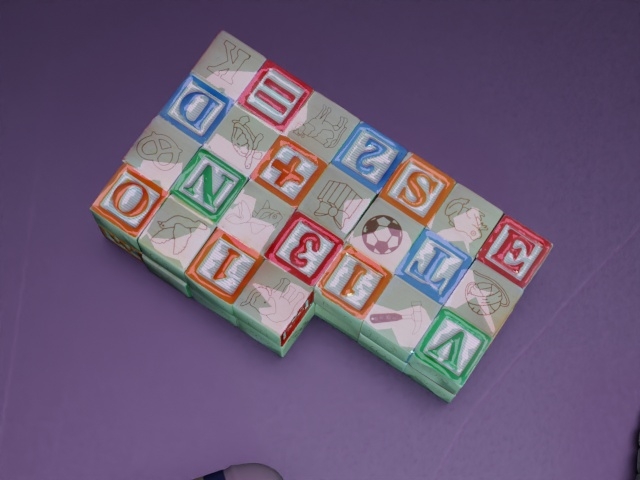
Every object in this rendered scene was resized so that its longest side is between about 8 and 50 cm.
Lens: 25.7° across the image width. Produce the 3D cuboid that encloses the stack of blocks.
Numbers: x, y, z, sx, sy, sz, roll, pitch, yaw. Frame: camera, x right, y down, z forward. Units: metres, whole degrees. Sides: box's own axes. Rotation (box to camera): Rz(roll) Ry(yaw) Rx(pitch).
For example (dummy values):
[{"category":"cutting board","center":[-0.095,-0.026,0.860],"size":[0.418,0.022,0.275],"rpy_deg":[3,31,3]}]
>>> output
[{"category":"stack of blocks","center":[0.000,0.000,1.055],"size":[0.297,0.087,0.171],"rpy_deg":[33,77,6]}]

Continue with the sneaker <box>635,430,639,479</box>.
[{"category":"sneaker","center":[0.266,0.183,0.993],"size":[0.086,0.132,0.228],"rpy_deg":[21,76,4]}]

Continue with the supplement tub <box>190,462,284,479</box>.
[{"category":"supplement tub","center":[-0.146,0.299,0.899],"size":[0.325,0.235,0.235],"rpy_deg":[-18,77,-6]}]
